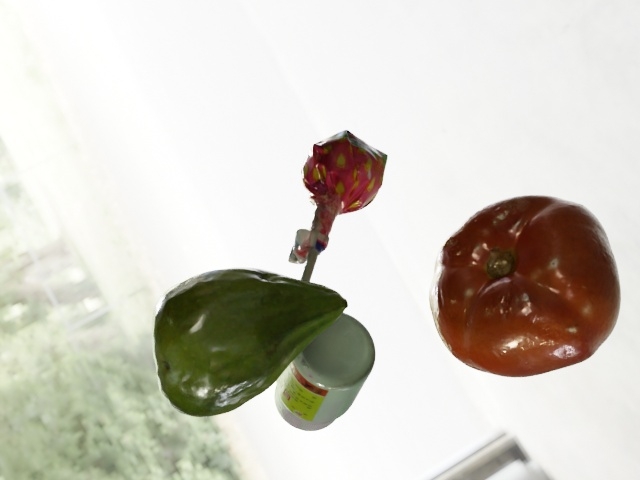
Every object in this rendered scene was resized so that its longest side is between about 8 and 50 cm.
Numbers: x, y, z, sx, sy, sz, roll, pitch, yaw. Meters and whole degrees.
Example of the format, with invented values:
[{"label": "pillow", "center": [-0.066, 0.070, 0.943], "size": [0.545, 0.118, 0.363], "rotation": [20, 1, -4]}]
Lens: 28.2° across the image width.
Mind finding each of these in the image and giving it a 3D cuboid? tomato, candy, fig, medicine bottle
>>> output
[{"label": "tomato", "center": [0.265, 0.069, 1.633], "size": [0.180, 0.260, 0.260], "rotation": [42, -179, -36]}, {"label": "candy", "center": [0.000, 0.000, 1.791], "size": [0.124, 0.365, 0.124], "rotation": [12, 147, 8]}, {"label": "fig", "center": [-0.105, 0.104, 1.496], "size": [0.167, 0.233, 0.167], "rotation": [34, -145, -29]}, {"label": "medicine bottle", "center": [0.002, 0.218, 2.086], "size": [0.139, 0.139, 0.225], "rotation": [56, 155, 19]}]
